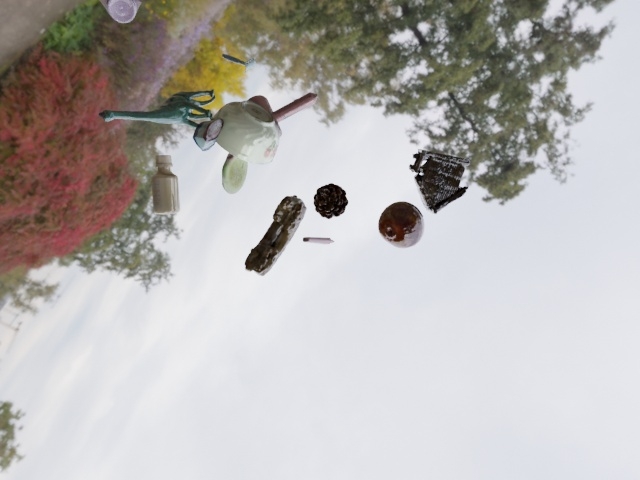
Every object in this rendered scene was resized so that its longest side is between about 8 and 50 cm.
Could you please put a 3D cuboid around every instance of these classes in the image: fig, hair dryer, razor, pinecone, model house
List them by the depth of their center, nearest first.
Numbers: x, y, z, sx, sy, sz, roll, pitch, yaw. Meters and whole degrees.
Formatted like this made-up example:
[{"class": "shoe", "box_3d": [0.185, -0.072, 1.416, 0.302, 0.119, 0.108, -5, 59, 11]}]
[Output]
[{"class": "razor", "box_3d": [-0.331, -0.711, 1.819, 0.068, 0.135, 0.040, -52, 161, -42]}, {"class": "fig", "box_3d": [0.335, -0.064, 1.853, 0.205, 0.205, 0.205, -38, -151, 26]}, {"class": "model house", "box_3d": [0.534, -0.276, 2.188, 0.317, 0.297, 0.282, -82, -176, -77]}, {"class": "hair dryer", "box_3d": [-0.178, -0.639, 2.234, 0.353, 0.210, 0.125, -25, 168, 8]}, {"class": "pinecone", "box_3d": [0.054, -0.217, 2.551, 0.208, 0.208, 0.207, -38, -151, 26]}]

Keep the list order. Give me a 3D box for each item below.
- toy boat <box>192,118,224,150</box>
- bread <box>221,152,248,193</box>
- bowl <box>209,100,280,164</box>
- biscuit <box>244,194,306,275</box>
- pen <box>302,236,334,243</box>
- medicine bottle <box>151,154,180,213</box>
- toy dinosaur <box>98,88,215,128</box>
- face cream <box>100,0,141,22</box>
[{"class": "toy boat", "box_3d": [-0.355, -0.352, 1.489, 0.046, 0.080, 0.229, -27, -156, 18]}, {"class": "bread", "box_3d": [-0.406, -0.331, 2.219, 0.034, 0.228, 0.228, 13, -121, 16]}, {"class": "bowl", "box_3d": [-0.264, -0.422, 1.717, 0.145, 0.277, 0.277, -51, -158, 32]}, {"class": "biscuit", "box_3d": [-0.181, -0.021, 1.927, 0.366, 0.115, 0.268, -57, 180, 1]}, {"class": "pen", "box_3d": [0.000, 0.000, 2.145, 0.053, 0.197, 0.032, -4, -96, 41]}, {"class": "medicine bottle", "box_3d": [-0.673, -0.243, 2.001, 0.114, 0.114, 0.252, -163, -110, -63]}, {"class": "toy dinosaur", "box_3d": [-0.531, -0.456, 1.559, 0.383, 0.331, 0.129, -107, -156, -58]}, {"class": "face cream", "box_3d": [-0.724, -0.856, 1.669, 0.274, 0.154, 0.096, -124, -147, -51]}]
